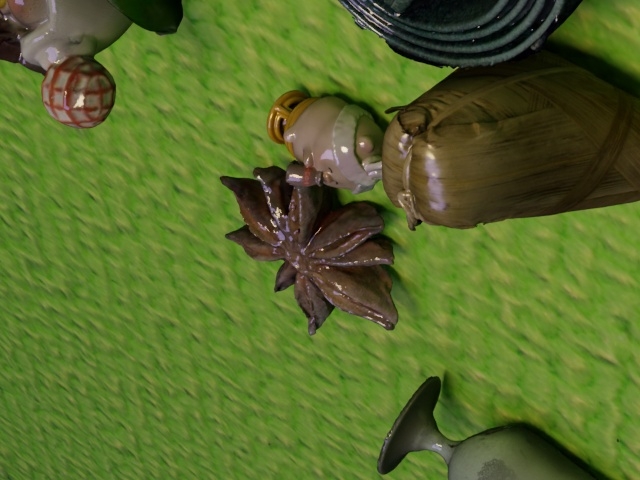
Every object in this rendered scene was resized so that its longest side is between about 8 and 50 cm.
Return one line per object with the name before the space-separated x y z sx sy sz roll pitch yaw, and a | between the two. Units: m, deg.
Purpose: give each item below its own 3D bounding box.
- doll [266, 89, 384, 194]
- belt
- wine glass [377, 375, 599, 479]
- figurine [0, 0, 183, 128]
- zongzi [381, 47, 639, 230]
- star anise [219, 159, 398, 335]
doll | 0.010 -0.067 1.435 0.127 0.084 0.073 31 152 37
belt | 0.084 -0.214 1.100 0.206 0.116 0.267 44 155 -9
wine glass | 0.171 0.216 1.603 0.231 0.103 0.103 29 149 18
figurine | -0.157 -0.225 1.364 0.370 0.167 0.281 -1 96 41
zongzi | 0.153 -0.049 1.178 0.197 0.194 0.099 26 125 24
star anise | 0.000 0.000 1.570 0.195 0.065 0.182 48 148 -1
